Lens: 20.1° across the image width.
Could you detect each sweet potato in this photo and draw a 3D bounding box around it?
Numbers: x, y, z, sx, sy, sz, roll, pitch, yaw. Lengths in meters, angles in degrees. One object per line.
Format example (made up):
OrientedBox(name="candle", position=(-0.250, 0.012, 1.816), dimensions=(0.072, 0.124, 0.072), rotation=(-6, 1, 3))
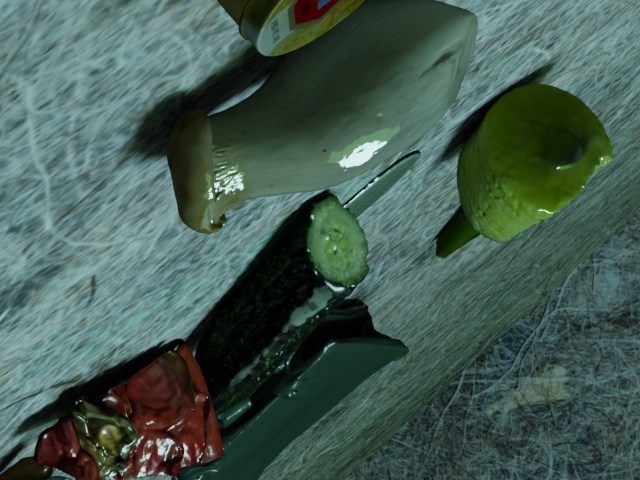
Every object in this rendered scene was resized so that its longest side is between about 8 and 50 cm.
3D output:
OrientedBox(name="sweet potato", position=(-0.267, 0.223, 1.476), dimensions=(0.044, 0.044, 0.179), rotation=(-28, 160, -47))

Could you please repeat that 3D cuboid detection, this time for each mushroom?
OrientedBox(name="mushroom", position=(0.002, -0.078, 1.048), dimensions=(0.212, 0.088, 0.097), rotation=(-32, -160, -11))

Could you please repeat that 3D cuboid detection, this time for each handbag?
OrientedBox(name="handbag", position=(-0.046, 0.166, 1.880), dimensions=(0.247, 0.079, 0.260), rotation=(-42, 168, 13))

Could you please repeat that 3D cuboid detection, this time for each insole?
OrientedBox(name="insole", position=(0.000, 0.001, 1.563), dimensions=(0.232, 0.003, 0.080), rotation=(-43, 169, 16))

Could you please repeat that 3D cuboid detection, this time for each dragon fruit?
OrientedBox(name="dragon fruit", position=(-0.167, 0.136, 1.455), dimensions=(0.192, 0.122, 0.092), rotation=(-15, 114, -58))

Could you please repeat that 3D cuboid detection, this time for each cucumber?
OrientedBox(name="cucumber", position=(-0.043, 0.063, 1.504), dimensions=(0.077, 0.077, 0.265), rotation=(-28, 166, -47))

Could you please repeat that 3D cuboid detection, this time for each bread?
OrientedBox(name="bread", position=(0.182, -0.070, 1.605), dimensions=(0.129, 0.111, 0.114), rotation=(-35, 172, -32))

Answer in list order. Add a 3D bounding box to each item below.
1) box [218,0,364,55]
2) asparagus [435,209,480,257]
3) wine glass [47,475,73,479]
OrientedBox(name="box", position=(-0.003, -0.140, 0.907), dimensions=(0.105, 0.037, 0.105), rotation=(-38, 169, -9))
OrientedBox(name="asparagus", position=(0.171, -0.030, 1.909), dimensions=(0.045, 0.041, 0.178), rotation=(-23, 163, -32))
OrientedBox(name="wine glass", position=(-0.214, 0.227, 1.508), dimensions=(0.066, 0.066, 0.198), rotation=(-37, -176, -13))
